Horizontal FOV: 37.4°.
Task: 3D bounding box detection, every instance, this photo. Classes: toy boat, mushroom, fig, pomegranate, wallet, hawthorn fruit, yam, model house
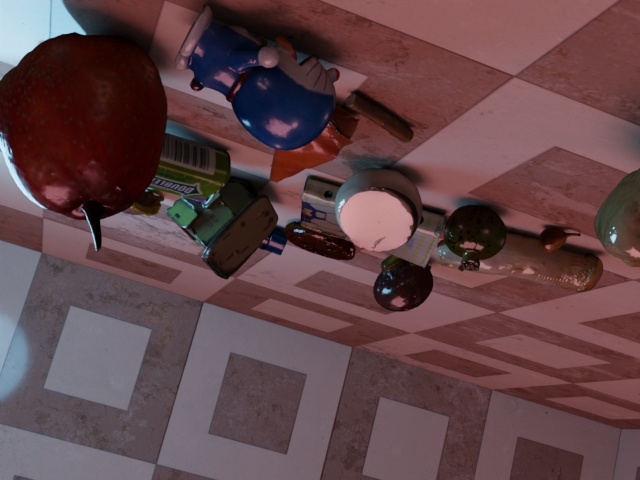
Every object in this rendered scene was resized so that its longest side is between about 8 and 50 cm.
[{"bbox_3d":[-0.475,-0.126,2.307,0.141,0.099,0.318,54,180,23],"label":"toy boat"},{"bbox_3d":[0.424,0.044,2.026,0.351,0.095,0.123,11,151,4],"label":"mushroom"},{"bbox_3d":[0.485,-0.005,1.919,0.083,0.050,0.050,-13,153,26],"label":"fig"},{"bbox_3d":[0.309,-0.011,1.904,0.130,0.130,0.130,14,165,4],"label":"pomegranate"},{"bbox_3d":[0.107,-0.043,2.078,0.309,0.077,0.223,16,162,1],"label":"wallet"},{"bbox_3d":[-0.388,-0.160,1.563,0.284,0.369,0.285,-7,164,-2],"label":"hawthorn fruit"},{"bbox_3d":[0.100,-0.205,1.576,0.145,0.032,0.032,25,162,-38],"label":"yam"},{"bbox_3d":[-0.265,-0.085,2.176,0.278,0.205,0.218,42,171,18],"label":"model house"}]

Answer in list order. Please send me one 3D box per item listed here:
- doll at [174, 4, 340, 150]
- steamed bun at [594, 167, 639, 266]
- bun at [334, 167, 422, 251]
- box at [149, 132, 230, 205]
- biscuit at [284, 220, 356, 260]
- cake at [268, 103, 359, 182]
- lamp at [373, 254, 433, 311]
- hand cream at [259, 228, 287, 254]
[{"bbox_3d":[-0.095,-0.248,1.421,0.256,0.161,0.215,35,174,-13],"label":"doll"},{"bbox_3d":[0.580,-0.029,1.365,0.372,0.231,0.325,19,177,-15],"label":"steamed bun"},{"bbox_3d":[0.116,-0.074,1.859,0.172,0.120,0.173,5,130,6],"label":"bun"},{"bbox_3d":[-0.356,-0.165,1.903,0.345,0.097,0.134,15,147,-35],"label":"box"},{"bbox_3d":[0.000,0.000,2.395,0.192,0.049,0.192,20,164,6],"label":"biscuit"},{"bbox_3d":[-0.043,-0.181,1.685,0.135,0.098,0.287,19,160,-20],"label":"cake"},{"bbox_3d":[0.203,0.103,2.383,0.156,0.157,0.135,-22,114,15],"label":"lamp"},{"bbox_3d":[-0.217,-0.036,2.463,0.270,0.061,0.120,21,163,-4],"label":"hand cream"}]
